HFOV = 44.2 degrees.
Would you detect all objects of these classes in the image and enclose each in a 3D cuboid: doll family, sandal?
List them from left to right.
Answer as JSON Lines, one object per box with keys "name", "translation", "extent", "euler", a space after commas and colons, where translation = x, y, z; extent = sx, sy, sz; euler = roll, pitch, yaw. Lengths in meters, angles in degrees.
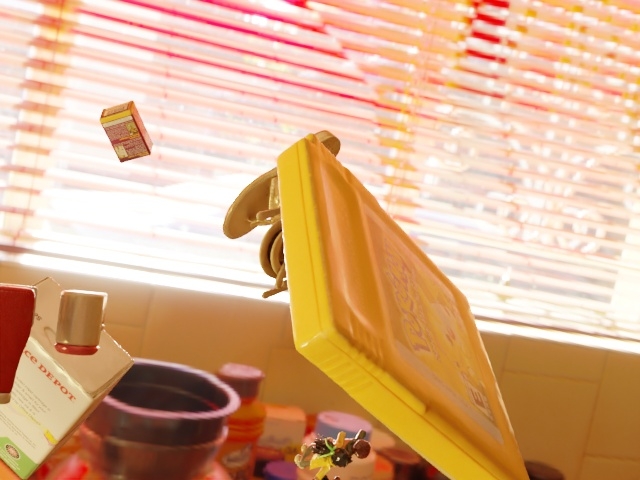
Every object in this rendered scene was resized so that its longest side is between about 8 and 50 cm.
{"name": "sandal", "translation": [-0.047, -0.073, 1.250], "extent": [0.079, 0.240, 0.088], "euler": [43, -7, 35]}
{"name": "doll family", "translation": [-0.002, 0.331, 1.093], "extent": [0.076, 0.193, 0.111], "euler": [43, -32, -19]}

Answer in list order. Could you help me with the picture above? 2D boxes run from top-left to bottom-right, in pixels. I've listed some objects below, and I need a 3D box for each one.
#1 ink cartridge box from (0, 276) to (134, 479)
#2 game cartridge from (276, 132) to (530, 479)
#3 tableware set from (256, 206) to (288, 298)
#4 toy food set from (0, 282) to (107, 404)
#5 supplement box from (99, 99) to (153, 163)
{"name": "ink cartridge box", "translation": [-0.458, 0.224, 1.270], "extent": [0.201, 0.278, 0.117], "euler": [44, 33, 1]}
{"name": "game cartridge", "translation": [0.078, 0.072, 0.764], "extent": [0.323, 0.053, 0.285], "euler": [46, 22, -35]}
{"name": "tableware set", "translation": [0.000, 0.000, 1.098], "extent": [0.194, 0.128, 0.039], "euler": [-20, 28, -37]}
{"name": "toy food set", "translation": [-0.286, 0.090, 0.690], "extent": [0.111, 0.104, 0.232], "euler": [2, -6, 42]}
{"name": "supplement box", "translation": [-0.309, -0.173, 1.259], "extent": [0.055, 0.083, 0.043], "euler": [-15, 34, 5]}
